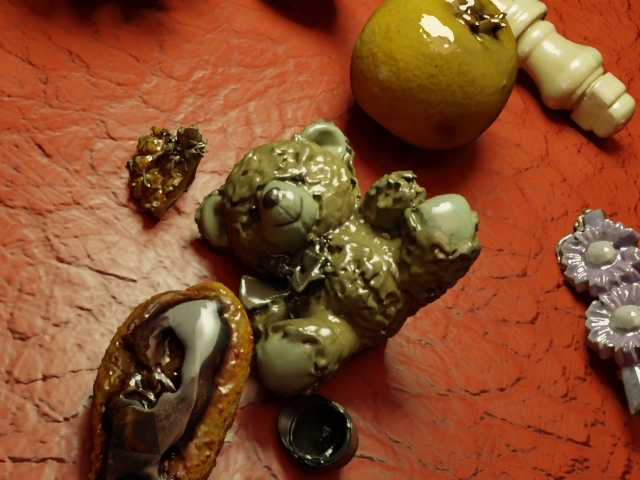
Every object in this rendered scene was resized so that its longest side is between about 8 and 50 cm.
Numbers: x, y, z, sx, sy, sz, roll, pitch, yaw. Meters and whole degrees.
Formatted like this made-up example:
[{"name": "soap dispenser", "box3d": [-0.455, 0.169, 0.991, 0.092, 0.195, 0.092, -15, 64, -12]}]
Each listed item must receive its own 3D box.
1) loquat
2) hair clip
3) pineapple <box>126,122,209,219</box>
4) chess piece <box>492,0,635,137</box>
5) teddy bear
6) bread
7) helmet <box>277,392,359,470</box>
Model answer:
[{"name": "loquat", "box3d": [0.137, -0.212, 1.172, 0.208, 0.208, 0.208, 10, 53, -14]}, {"name": "hair clip", "box3d": [0.348, 0.070, 1.128, 0.106, 0.084, 0.292, -21, 51, 17]}, {"name": "pineapple", "box3d": [-0.152, -0.084, 1.042, 0.077, 0.114, 0.114, 18, 53, -32]}, {"name": "chess piece", "box3d": [0.272, -0.291, 1.344, 0.397, 0.117, 0.117, 43, 52, 10]}, {"name": "teddy bear", "box3d": [0.000, 0.000, 0.997, 0.267, 0.156, 0.256, -36, 76, -6]}, {"name": "bread", "box3d": [-0.136, 0.158, 0.871, 0.139, 0.095, 0.268, 0, 64, 12]}, {"name": "helmet", "box3d": [0.003, 0.186, 0.927, 0.084, 0.049, 0.065, 35, 83, 38]}]
